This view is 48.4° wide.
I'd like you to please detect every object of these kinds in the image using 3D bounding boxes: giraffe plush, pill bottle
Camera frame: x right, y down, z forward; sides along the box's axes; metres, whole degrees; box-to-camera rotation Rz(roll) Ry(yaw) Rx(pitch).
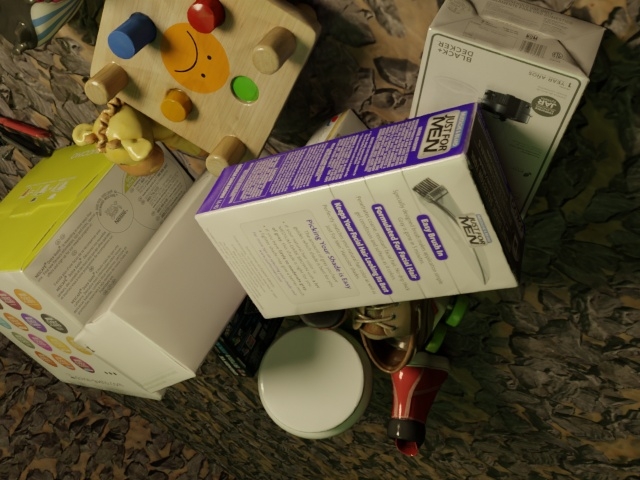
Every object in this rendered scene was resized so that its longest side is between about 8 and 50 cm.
[{"bbox_3d":[-0.252,-0.168,1.041,0.181,0.170,0.210,-9,131,46],"label":"giraffe plush"},{"bbox_3d":[-0.006,0.259,1.314,0.204,0.204,0.361,25,169,8],"label":"pill bottle"}]

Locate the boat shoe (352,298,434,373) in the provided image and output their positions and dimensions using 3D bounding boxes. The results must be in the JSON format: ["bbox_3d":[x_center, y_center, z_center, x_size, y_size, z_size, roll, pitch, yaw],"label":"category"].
[{"bbox_3d":[0.102,0.090,1.038,0.123,0.116,0.324,11,146,27],"label":"boat shoe"}]

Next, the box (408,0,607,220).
[{"bbox_3d":[0.190,-0.131,0.824,0.169,0.087,0.290,21,147,12],"label":"box"}]

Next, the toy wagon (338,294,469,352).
[{"bbox_3d":[0.098,0.116,1.261,0.267,0.068,0.344,26,148,6],"label":"toy wagon"}]

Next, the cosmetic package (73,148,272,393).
[{"bbox_3d":[-0.190,0.032,1.090,0.155,0.365,0.197,39,148,-15],"label":"cosmetic package"}]

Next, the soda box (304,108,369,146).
[{"bbox_3d":[0.074,-0.078,1.002,0.216,0.074,0.069,44,146,-22],"label":"soda box"}]

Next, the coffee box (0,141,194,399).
[{"bbox_3d":[-0.400,0.041,1.295,0.337,0.338,0.334,-4,134,41],"label":"coffee box"}]

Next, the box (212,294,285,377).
[{"bbox_3d":[-0.132,0.109,1.289,0.051,0.220,0.175,1,138,34],"label":"box"}]

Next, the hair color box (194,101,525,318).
[{"bbox_3d":[0.046,-0.022,0.834,0.339,0.110,0.185,-9,128,30],"label":"hair color box"}]

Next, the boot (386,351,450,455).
[{"bbox_3d":[0.174,0.290,1.280,0.088,0.176,0.244,0,170,23],"label":"boot"}]

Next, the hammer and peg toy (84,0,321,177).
[{"bbox_3d":[-0.137,-0.266,0.846,0.266,0.127,0.361,31,136,-2],"label":"hammer and peg toy"}]

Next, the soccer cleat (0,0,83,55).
[{"bbox_3d":[-0.337,-0.344,0.875,0.116,0.143,0.331,44,155,-20],"label":"soccer cleat"}]

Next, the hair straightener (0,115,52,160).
[{"bbox_3d":[-0.621,-0.198,1.375,0.230,0.047,0.089,20,109,15],"label":"hair straightener"}]

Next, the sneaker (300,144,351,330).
[{"bbox_3d":[-0.001,0.001,1.073,0.090,0.270,0.145,-6,171,7],"label":"sneaker"}]
